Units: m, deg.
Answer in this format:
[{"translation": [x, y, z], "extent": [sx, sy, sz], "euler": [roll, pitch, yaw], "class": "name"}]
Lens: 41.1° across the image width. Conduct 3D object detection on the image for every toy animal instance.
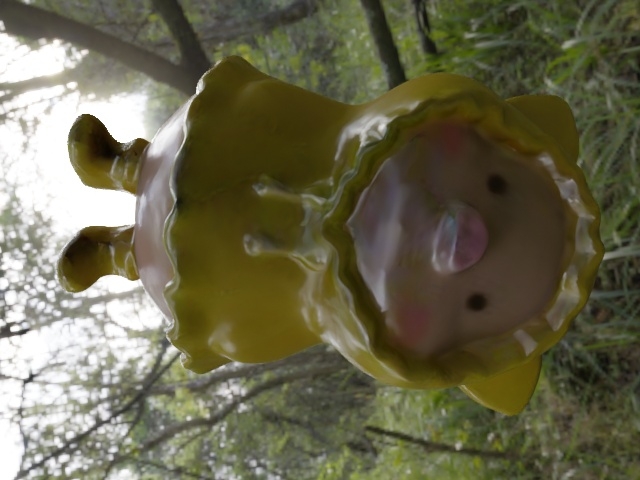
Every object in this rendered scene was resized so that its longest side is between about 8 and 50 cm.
[{"translation": [0.001, -0.005, 0.380], "extent": [0.156, 0.229, 0.156], "euler": [8, -90, -88], "class": "toy animal"}]
